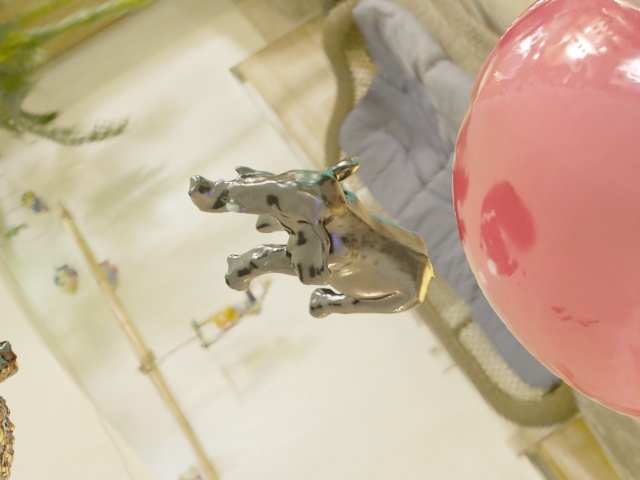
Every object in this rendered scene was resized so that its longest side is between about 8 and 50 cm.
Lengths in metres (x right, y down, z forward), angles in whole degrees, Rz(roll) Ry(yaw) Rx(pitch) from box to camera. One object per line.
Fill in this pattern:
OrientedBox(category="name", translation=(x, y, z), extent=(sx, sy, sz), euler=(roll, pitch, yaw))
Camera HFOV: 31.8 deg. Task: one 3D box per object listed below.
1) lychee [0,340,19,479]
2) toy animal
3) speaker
OrientedBox(category="lychee", translation=(-0.372, 0.153, 0.928), extent=(0.260, 0.261, 0.260), euler=(57, 175, 8))
OrientedBox(category="toy animal", translation=(0.000, -0.006, 0.963), extent=(0.245, 0.114, 0.146), euler=(18, 161, -42))
OrientedBox(category="speaker", translation=(0.216, -0.027, 0.648), extent=(0.294, 0.294, 0.294), euler=(57, 175, 8))
